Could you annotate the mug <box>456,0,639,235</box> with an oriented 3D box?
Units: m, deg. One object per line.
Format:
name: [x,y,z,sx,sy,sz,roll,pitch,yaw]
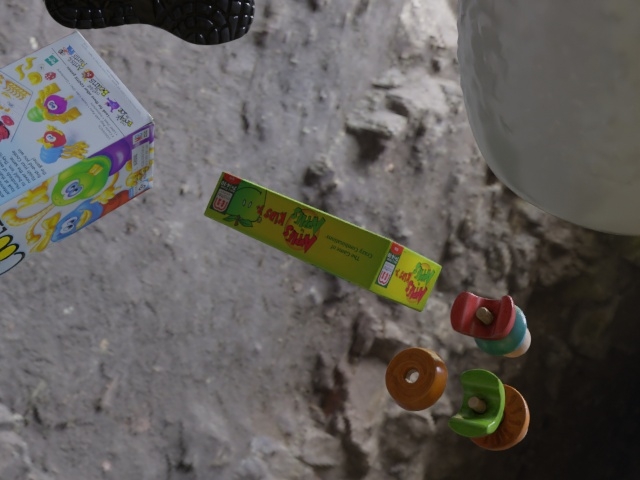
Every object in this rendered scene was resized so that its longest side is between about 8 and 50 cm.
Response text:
mug: [0.204,-0.209,0.660,0.276,0.374,0.328,-9,132,-27]

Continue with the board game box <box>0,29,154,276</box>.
board game box: [-0.329,-0.072,1.049,0.275,0.144,0.142,-33,162,-24]

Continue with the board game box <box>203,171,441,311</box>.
board game box: [0.000,0.000,0.834,0.092,0.181,0.043,24,89,-55]

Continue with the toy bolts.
toy bolts: [0.240,0.200,1.565,0.158,0.218,0.228,36,70,-50]

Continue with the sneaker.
sneaker: [-0.230,-0.335,1.336,0.283,0.124,0.107,3,113,-24]
